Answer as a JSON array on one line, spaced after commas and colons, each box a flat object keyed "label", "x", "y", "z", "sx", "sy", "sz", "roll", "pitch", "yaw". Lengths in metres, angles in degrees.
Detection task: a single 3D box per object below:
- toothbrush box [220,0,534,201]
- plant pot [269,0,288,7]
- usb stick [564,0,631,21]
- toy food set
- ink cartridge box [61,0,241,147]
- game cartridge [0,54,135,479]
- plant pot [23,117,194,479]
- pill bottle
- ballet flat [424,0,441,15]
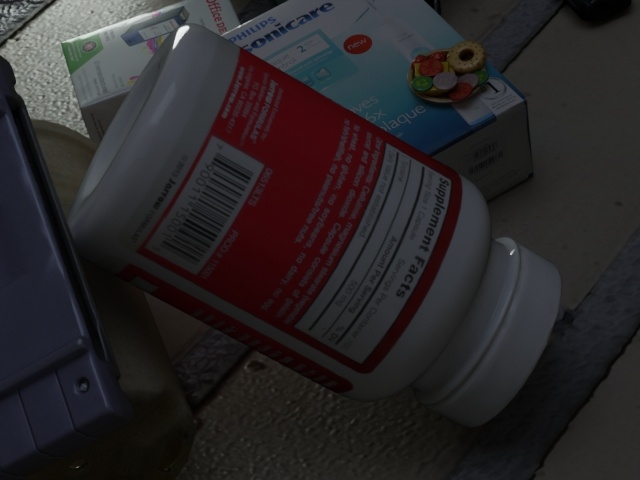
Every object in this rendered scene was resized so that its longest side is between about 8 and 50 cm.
[{"label": "toothbrush box", "x": 0.056, "y": -0.144, "z": 1.859, "sx": 0.216, "sy": 0.126, "sz": 0.295, "roll": -28, "pitch": 50, "yaw": -13}, {"label": "plant pot", "x": -0.008, "y": -0.414, "z": 2.097, "sx": 0.235, "sy": 0.293, "sz": 0.293, "roll": -37, "pitch": 43, "yaw": 1}, {"label": "usb stick", "x": 0.285, "y": -0.348, "z": 2.097, "sx": 0.077, "sy": 0.045, "sz": 0.278, "roll": -18, "pitch": 41, "yaw": -12}, {"label": "toy food set", "x": 0.130, "y": -0.170, "z": 1.770, "sx": 0.083, "sy": 0.020, "sz": 0.082, "roll": -3, "pitch": 49, "yaw": 6}, {"label": "ink cartridge box", "x": -0.185, "y": -0.197, "z": 2.048, "sx": 0.212, "sy": 0.093, "sz": 0.154, "roll": -18, "pitch": 41, "yaw": -4}, {"label": "game cartridge", "x": -0.313, "y": 0.040, "z": 1.455, "sx": 0.230, "sy": 0.068, "sz": 0.355, "roll": -27, "pitch": 68, "yaw": 11}, {"label": "plant pot", "x": -0.278, "y": 0.110, "z": 1.606, "sx": 0.334, "sy": 0.334, "sz": 0.305, "roll": -27, "pitch": 54, "yaw": -11}, {"label": "pill bottle", "x": 0.000, "y": 0.000, "z": 1.537, "sx": 0.408, "sy": 0.229, "sz": 0.229, "roll": 29, "pitch": 44, "yaw": -14}, {"label": "ballet flat", "x": 0.110, "y": -0.236, "z": 2.024, "sx": 0.057, "sy": 0.049, "sz": 0.173, "roll": -4, "pitch": 46, "yaw": 10}]
